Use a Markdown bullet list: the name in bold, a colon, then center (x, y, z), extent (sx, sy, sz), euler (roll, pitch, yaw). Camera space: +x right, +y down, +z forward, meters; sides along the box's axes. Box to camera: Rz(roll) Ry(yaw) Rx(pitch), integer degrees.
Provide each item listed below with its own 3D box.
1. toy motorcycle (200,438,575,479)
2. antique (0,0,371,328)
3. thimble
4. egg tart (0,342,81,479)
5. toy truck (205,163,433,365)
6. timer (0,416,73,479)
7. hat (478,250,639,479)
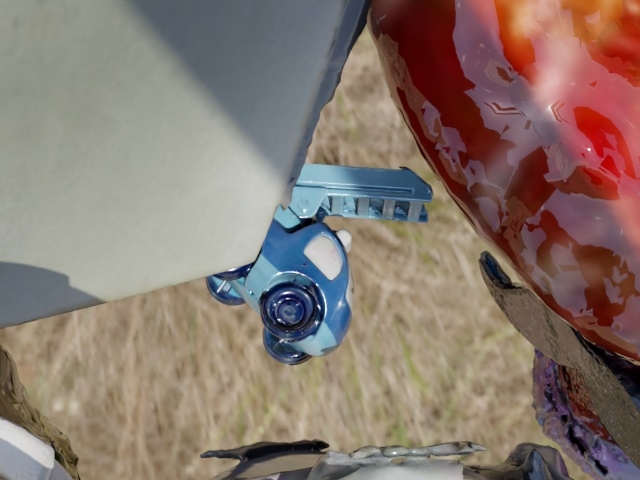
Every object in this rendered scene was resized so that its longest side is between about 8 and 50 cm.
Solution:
- **toy motorcycle**: center (0.039, 0.118, 0.648), extent (0.204, 0.239, 0.108), euler (1, 112, 34)
- **antique**: center (-0.084, -0.078, 0.416), extent (0.148, 0.147, 0.152), euler (-14, 142, -30)
- **thimble**: center (0.183, -0.118, 0.561), extent (0.350, 0.230, 0.350), euler (0, 88, 12)
- **egg tart**: center (-0.184, 0.075, 0.732), extent (0.297, 0.297, 0.132), euler (38, 82, -28)
- **toy truck**: center (0.000, 0.000, 0.746), extent (0.090, 0.056, 0.073), euler (-42, 78, -10)
- **timer**: center (-0.090, 0.093, 0.356), extent (0.175, 0.255, 0.175), euler (1, 109, 4)
- **hat**: center (0.142, 0.041, 0.786), extent (0.129, 0.140, 0.227), euler (-19, 154, 8)
